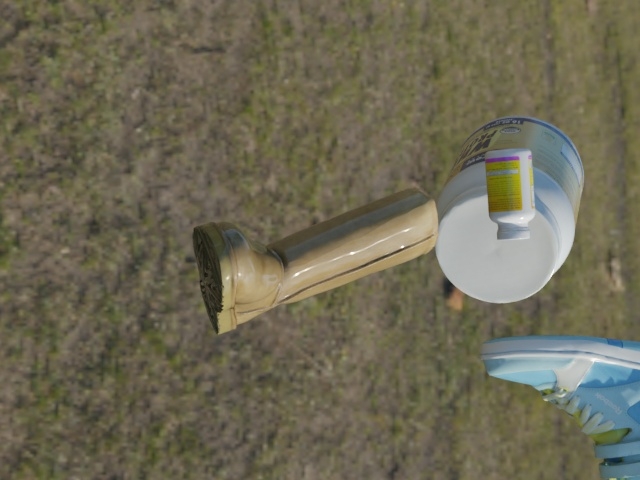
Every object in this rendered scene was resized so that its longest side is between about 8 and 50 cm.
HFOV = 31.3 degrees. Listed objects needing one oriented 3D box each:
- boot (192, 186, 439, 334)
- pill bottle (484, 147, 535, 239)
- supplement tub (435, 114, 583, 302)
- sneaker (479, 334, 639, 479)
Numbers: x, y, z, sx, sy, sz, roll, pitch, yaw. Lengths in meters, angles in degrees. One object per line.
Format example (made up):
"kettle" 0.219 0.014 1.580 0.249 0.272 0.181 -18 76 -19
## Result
"boot" 0.000 0.000 1.237 0.236 0.269 0.089 109 -41 -72
"pill bottle" 0.176 -0.043 1.059 0.043 0.043 0.083 -5 92 -64
"supplement tub" 0.313 -0.055 1.896 0.316 0.228 0.228 -59 138 -59
"sneaker" 0.365 0.236 1.533 0.127 0.319 0.208 128 -31 -81
